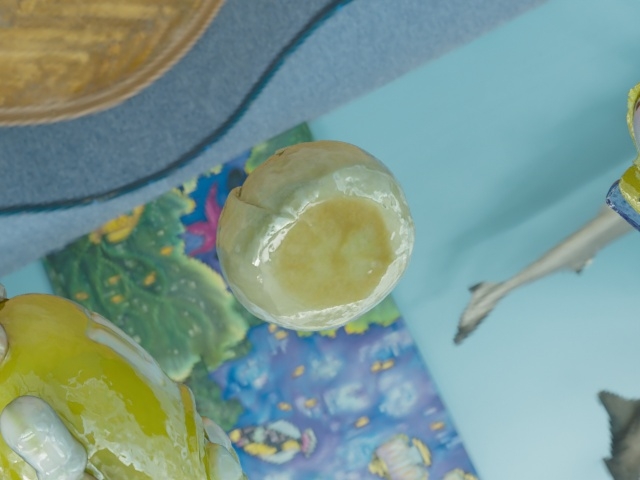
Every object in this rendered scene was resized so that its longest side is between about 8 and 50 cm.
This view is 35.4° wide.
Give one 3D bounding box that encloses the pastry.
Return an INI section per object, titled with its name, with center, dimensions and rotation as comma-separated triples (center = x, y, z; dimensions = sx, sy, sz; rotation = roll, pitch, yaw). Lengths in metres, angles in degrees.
[pastry]
center = 0.000, 0.000, 0.770
dimensions = 0.156, 0.092, 0.156
rotation = -6, 114, -13

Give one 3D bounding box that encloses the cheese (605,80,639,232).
[cheese]
center = 0.322, -0.066, 0.881
dimensions = 0.064, 0.156, 0.250
rotation = -43, 165, -20

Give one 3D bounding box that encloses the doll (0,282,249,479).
[doll]
center = -0.210, 0.106, 0.743
dimensions = 0.161, 0.348, 0.423
rotation = -40, 143, -4
